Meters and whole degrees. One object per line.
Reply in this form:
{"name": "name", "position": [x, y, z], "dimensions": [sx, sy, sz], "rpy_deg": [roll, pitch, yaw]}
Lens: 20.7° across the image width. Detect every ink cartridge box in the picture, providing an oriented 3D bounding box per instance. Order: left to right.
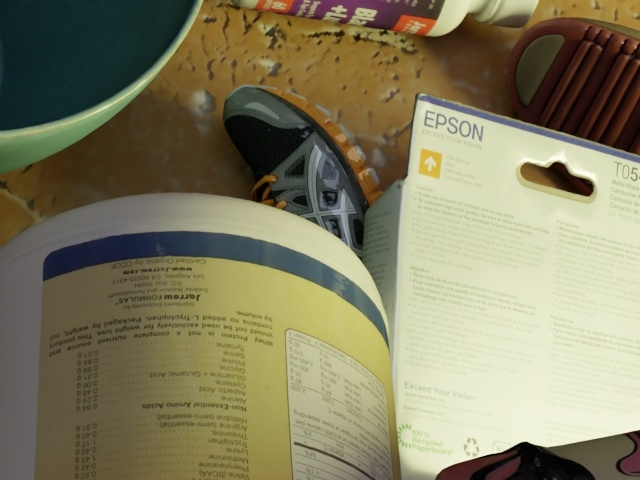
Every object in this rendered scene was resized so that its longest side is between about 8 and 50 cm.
{"name": "ink cartridge box", "position": [0.123, 0.046, 1.030], "dimensions": [0.223, 0.045, 0.224], "rpy_deg": [14, 75, -31]}

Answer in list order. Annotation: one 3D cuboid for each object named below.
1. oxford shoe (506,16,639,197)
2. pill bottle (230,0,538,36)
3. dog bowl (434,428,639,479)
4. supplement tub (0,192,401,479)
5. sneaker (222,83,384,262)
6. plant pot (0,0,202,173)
{"name": "oxford shoe", "position": [0.285, -0.053, 1.150], "dimensions": [0.348, 0.123, 0.130], "rpy_deg": [30, 37, 1]}
{"name": "pill bottle", "position": [0.042, -0.189, 1.124], "dimensions": [0.193, 0.108, 0.108], "rpy_deg": [7, 67, -11]}
{"name": "dog bowl", "position": [0.119, 0.278, 0.813], "dimensions": [0.150, 0.408, 0.408], "rpy_deg": [3, 67, 1]}
{"name": "supplement tub", "position": [-0.071, 0.161, 0.844], "dimensions": [0.228, 0.228, 0.316], "rpy_deg": [6, 54, -12]}
{"name": "sneaker", "position": [0.000, 0.000, 1.052], "dimensions": [0.083, 0.084, 0.215], "rpy_deg": [-32, 80, -19]}
{"name": "plant pot", "position": [-0.227, -0.149, 0.979], "dimensions": [0.290, 0.195, 0.290], "rpy_deg": [9, 65, -20]}
